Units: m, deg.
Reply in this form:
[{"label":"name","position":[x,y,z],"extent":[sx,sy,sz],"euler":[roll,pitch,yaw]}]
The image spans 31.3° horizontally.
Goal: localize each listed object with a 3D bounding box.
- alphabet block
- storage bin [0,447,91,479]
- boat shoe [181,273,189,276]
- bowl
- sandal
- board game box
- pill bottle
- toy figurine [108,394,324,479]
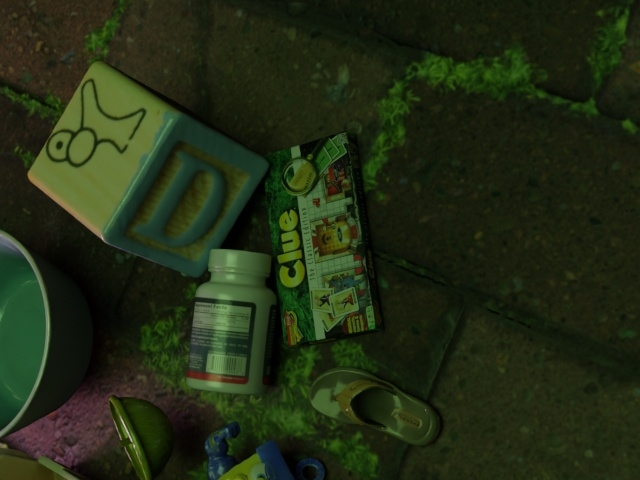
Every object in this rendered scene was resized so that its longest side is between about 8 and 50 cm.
[{"label":"alphabet block","position":[-0.225,-0.092,1.495],"extent":[0.197,0.193,0.192],"euler":[35,94,39]},{"label":"storage bin","position":[-0.385,0.426,1.503],"extent":[0.262,0.123,0.260],"euler":[8,66,52]},{"label":"boat shoe","position":[-0.180,0.000,1.573],"extent":[0.035,0.035,0.100],"euler":[7,85,39]},{"label":"bowl","position":[-0.449,0.141,1.636],"extent":[0.312,0.163,0.311],"euler":[-4,81,29]},{"label":"sandal","position":[0.061,0.202,1.394],"extent":[0.180,0.049,0.072],"euler":[18,92,31]},{"label":"board game box","position":[0.000,0.000,1.470],"extent":[0.136,0.030,0.259],"euler":[-16,76,30]},{"label":"pill bottle","position":[-0.112,0.105,1.475],"extent":[0.108,0.108,0.180],"euler":[3,84,31]},{"label":"toy figurine","position":[-0.102,0.323,1.455],"extent":[0.217,0.191,0.362],"euler":[-27,59,-7]}]
